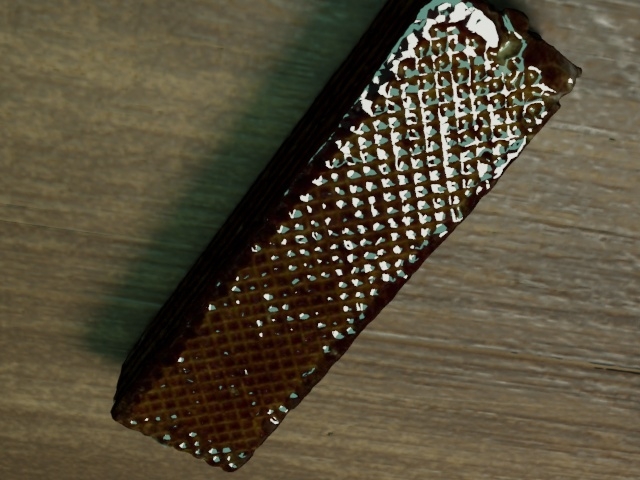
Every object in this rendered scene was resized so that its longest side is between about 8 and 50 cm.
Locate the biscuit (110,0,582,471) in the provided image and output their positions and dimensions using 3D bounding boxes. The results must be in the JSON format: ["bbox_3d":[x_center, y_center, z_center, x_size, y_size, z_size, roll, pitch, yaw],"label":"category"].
[{"bbox_3d":[0.000,0.000,0.602,0.107,0.073,0.388,29,117,-20],"label":"biscuit"}]
